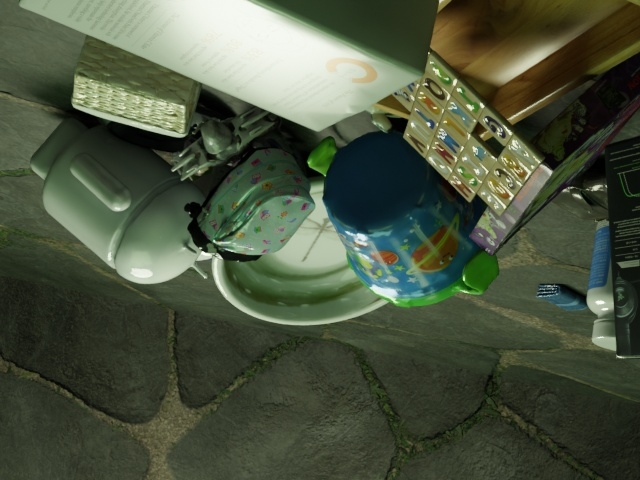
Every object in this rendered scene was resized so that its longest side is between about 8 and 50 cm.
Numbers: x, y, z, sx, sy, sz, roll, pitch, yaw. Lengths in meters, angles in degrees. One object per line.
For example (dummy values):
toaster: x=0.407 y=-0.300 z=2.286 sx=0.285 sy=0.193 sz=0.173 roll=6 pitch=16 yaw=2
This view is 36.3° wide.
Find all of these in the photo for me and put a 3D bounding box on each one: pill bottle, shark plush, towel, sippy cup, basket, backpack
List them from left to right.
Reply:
basket: x=-0.246 y=-0.226 z=1.329 sx=0.167 sy=0.113 sz=0.103 roll=15 pitch=161 yaw=-8
backpack: x=-0.091 y=-0.050 z=1.428 sx=0.152 sy=0.115 sz=0.182 roll=1 pitch=140 yaw=-49
shark plush: x=0.049 y=-0.196 z=1.304 sx=0.161 sy=0.073 sz=0.067 roll=13 pitch=-164 yaw=-17
sippy cup: x=0.115 y=-0.045 z=1.439 sx=0.306 sy=0.240 sz=0.224 roll=-1 pitch=158 yaw=24
towel: x=0.522 y=0.125 z=2.095 sx=0.119 sy=0.029 sz=0.067 roll=26 pitch=160 yaw=-38
pill bottle: x=0.484 y=0.058 z=1.524 sx=0.124 sy=0.221 sz=0.124 roll=13 pitch=165 yaw=3

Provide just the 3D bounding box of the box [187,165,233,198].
box: x=-0.215 y=-0.077 z=1.844 sx=0.114 sy=0.103 sz=0.203 roll=23 pitch=162 yaw=-33

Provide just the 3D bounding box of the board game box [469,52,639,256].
board game box: x=0.293 y=-0.102 z=1.172 sx=0.056 sy=0.208 sz=0.347 roll=43 pitch=168 yaw=10

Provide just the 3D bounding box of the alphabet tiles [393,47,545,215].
alphabet tiles: x=0.149 y=-0.120 z=1.094 sx=0.198 sy=0.009 sz=0.237 roll=46 pitch=168 yaw=9

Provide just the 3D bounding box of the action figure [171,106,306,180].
action figure: x=-0.123 y=-0.141 z=1.470 sx=0.185 sy=0.099 sz=0.285 roll=-19 pitch=167 yaw=14

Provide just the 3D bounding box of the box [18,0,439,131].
box: x=-0.082 y=-0.264 z=0.946 sx=0.345 sy=0.168 sz=0.215 roll=21 pitch=163 yaw=-24

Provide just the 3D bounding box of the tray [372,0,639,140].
tray: x=0.187 y=-0.223 z=1.053 sx=0.203 sy=0.076 sz=0.411 roll=18 pitch=163 yaw=-16

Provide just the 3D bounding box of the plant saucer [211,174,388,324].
plant saucer: x=0.000 y=0.000 z=1.768 sx=0.401 sy=0.100 sz=0.400 roll=-7 pitch=139 yaw=-6

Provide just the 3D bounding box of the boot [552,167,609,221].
boot: x=0.471 y=-0.058 z=1.415 sx=0.263 sy=0.091 sz=0.229 roll=24 pitch=166 yaw=-20

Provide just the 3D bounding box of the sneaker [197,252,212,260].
sneaker: x=-0.132 y=0.007 z=2.002 sx=0.323 sy=0.130 sz=0.236 roll=-14 pitch=149 yaw=41

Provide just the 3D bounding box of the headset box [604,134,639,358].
headset box: x=0.482 y=0.020 z=1.177 sx=0.246 sy=0.282 sz=0.131 roll=2 pitch=172 yaw=-31

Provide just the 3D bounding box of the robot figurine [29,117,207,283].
robot figurine: x=-0.332 y=-0.063 z=1.678 sx=0.353 sy=0.199 sz=0.300 roll=38 pitch=178 yaw=14

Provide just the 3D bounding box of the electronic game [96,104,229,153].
electronic game: x=-0.247 y=-0.188 z=1.575 sx=0.229 sy=0.048 sz=0.229 roll=6 pitch=170 yaw=1
